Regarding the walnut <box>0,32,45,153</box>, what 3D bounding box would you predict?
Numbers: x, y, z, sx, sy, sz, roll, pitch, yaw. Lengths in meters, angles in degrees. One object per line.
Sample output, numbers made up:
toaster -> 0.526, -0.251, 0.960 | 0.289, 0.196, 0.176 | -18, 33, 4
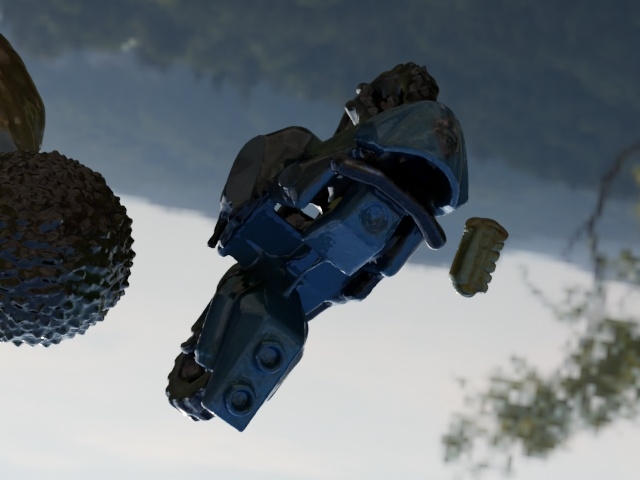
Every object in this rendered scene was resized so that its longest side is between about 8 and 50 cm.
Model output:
walnut -> -0.416, -0.101, 1.892 | 0.285, 0.285, 0.296 | 8, -155, 8

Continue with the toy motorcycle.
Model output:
toy motorcycle -> 0.000, 0.000, 1.776 | 0.172, 0.416, 0.232 | 40, 171, -22

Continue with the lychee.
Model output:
lychee -> -0.224, 0.009, 1.418 | 0.171, 0.171, 0.171 | 8, -177, 0

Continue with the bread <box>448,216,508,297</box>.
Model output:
bread -> 0.166, 0.018, 1.988 | 0.049, 0.088, 0.034 | 17, -179, -15
